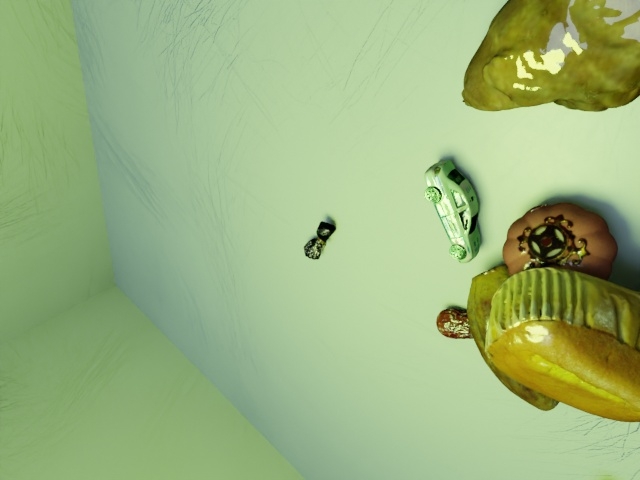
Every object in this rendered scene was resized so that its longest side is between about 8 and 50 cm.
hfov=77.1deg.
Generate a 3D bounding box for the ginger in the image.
[{"bbox_3d":[0.346,-0.293,0.571,0.270,0.200,0.222,19,129,33],"label":"ginger"}]

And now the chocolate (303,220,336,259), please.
[{"bbox_3d":[0.002,-0.002,1.172,0.070,0.072,0.147,47,143,4],"label":"chocolate"}]

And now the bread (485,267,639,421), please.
[{"bbox_3d":[0.423,0.177,0.648,0.288,0.156,0.204,26,140,3],"label":"bread"}]

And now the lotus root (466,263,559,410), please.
[{"bbox_3d":[0.414,0.191,0.848,0.193,0.193,0.290,-31,86,48],"label":"lotus root"}]

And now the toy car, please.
[{"bbox_3d":[0.293,-0.062,0.852,0.076,0.090,0.224,-18,103,41],"label":"toy car"}]

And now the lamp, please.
[{"bbox_3d":[0.435,0.021,0.737,0.182,0.140,0.181,-12,71,39],"label":"lamp"}]

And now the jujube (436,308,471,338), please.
[{"bbox_3d":[0.352,0.206,0.986,0.129,0.077,0.077,-2,114,31],"label":"jujube"}]
